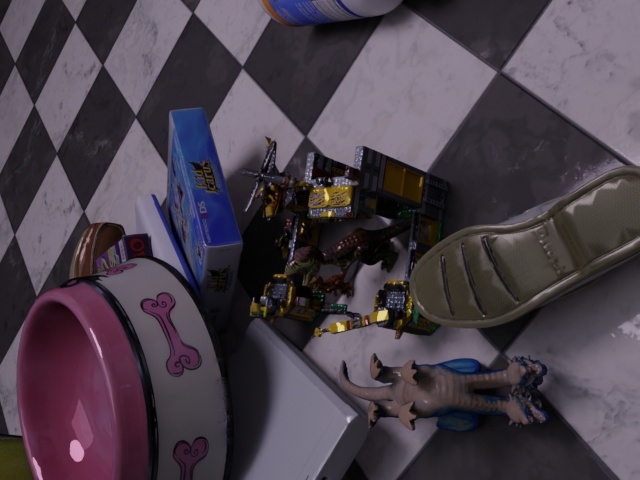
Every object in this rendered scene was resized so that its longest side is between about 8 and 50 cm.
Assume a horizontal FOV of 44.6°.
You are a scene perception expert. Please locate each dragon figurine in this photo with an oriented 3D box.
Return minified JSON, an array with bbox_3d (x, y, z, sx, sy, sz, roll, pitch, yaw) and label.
[{"bbox_3d":[0.133,0.175,0.895,0.289,0.144,0.085,157,118,-62],"label":"dragon figurine"}]

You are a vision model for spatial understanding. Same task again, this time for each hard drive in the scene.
[{"bbox_3d":[-0.067,0.251,1.053,0.203,0.040,0.307,-59,33,1],"label":"hard drive"},{"bbox_3d":[-0.244,0.095,1.259,0.318,0.040,0.210,-125,34,-49],"label":"hard drive"}]

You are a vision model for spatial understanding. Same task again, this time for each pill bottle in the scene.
[{"bbox_3d":[0.036,-0.396,1.124,0.272,0.152,0.152,9,85,48],"label":"pill bottle"}]

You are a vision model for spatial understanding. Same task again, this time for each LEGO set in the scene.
[{"bbox_3d":[0.000,0.000,1.009,0.331,0.192,0.254,11,86,48],"label":"LEGO set"}]

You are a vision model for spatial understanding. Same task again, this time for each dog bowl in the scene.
[{"bbox_3d":[-0.295,0.229,1.098,0.408,0.150,0.407,7,99,50],"label":"dog bowl"}]

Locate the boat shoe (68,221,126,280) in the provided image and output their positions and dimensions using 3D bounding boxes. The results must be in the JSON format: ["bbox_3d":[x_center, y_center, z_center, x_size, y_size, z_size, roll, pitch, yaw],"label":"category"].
[{"bbox_3d":[-0.385,0.128,1.443,0.120,0.123,0.323,-4,83,40],"label":"boat shoe"}]

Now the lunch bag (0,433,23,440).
[{"bbox_3d":[-0.602,0.484,1.420,0.213,0.305,0.255,-9,68,48],"label":"lunch bag"}]

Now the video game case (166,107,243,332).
[{"bbox_3d":[-0.191,-0.027,1.232,0.244,0.061,0.269,105,151,-52],"label":"video game case"}]

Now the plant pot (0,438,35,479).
[{"bbox_3d":[-0.449,0.434,1.257,0.275,0.294,0.274,2,93,42],"label":"plant pot"}]

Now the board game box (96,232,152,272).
[{"bbox_3d":[-0.300,0.178,1.277,0.208,0.056,0.346,-22,77,56],"label":"board game box"}]

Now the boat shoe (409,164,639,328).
[{"bbox_3d":[0.235,0.018,0.823,0.302,0.103,0.113,-25,74,38],"label":"boat shoe"}]
